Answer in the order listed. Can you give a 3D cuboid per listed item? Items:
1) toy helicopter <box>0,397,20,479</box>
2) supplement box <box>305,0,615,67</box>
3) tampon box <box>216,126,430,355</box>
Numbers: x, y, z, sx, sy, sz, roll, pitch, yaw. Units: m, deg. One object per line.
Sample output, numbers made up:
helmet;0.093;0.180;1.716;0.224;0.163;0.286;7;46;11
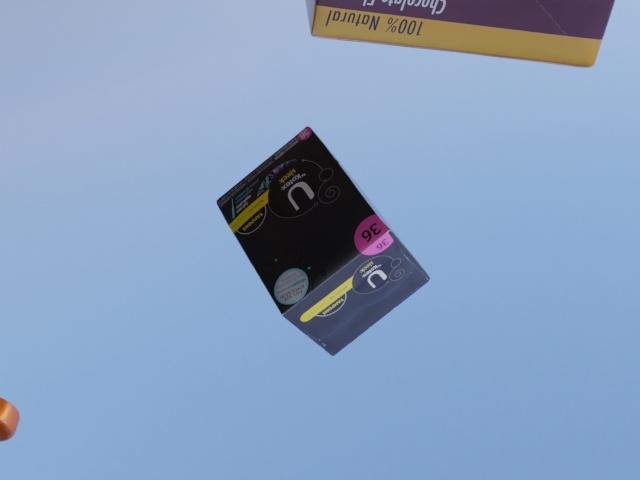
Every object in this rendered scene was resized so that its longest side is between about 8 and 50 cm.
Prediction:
toy helicopter;-0.545;0.315;1.245;0.234;0.355;0.140;17;-130;-11
supplement box;0.096;-0.233;0.602;0.191;0.194;0.129;5;-148;-7
tampon box;0.000;0.000;0.877;0.120;0.101;0.161;-39;-130;5
